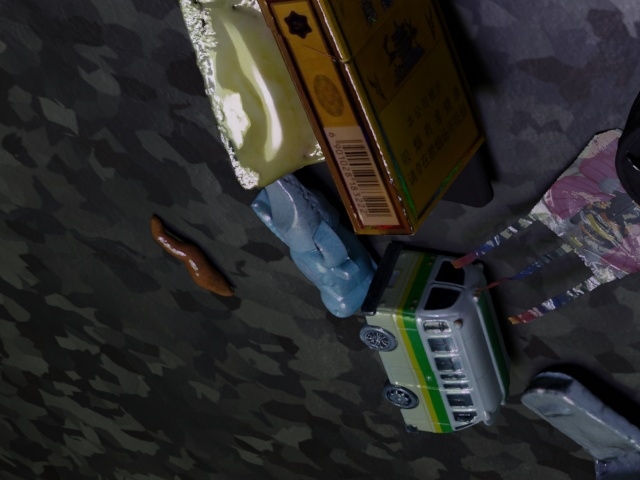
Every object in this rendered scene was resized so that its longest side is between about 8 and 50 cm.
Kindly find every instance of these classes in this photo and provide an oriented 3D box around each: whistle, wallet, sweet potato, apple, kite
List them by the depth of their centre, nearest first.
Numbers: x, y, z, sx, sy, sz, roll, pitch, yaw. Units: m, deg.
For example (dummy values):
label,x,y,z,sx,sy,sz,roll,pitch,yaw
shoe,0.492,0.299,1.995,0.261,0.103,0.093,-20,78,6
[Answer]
label,x,y,z,sx,sy,sz,roll,pitch,yaw
apple,-0.037,-0.207,1.763,0.193,0.120,0.265,-11,117,14
wallet,0.120,-0.141,1.820,0.149,0.044,0.250,13,145,31
kite,0.313,0.002,1.852,0.204,0.022,0.360,39,136,-12
whistle,0.000,0.000,2.063,0.186,0.093,0.274,28,157,56
whistle,0.445,0.347,2.167,0.404,0.188,0.168,67,159,1
sweet potato,-0.191,0.029,2.293,0.044,0.044,0.179,-15,130,47

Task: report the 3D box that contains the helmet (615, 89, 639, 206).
label,x,y,z,sx,sy,sz,roll,pitch,yaw
helmet,0.432,-0.105,1.533,0.279,0.160,0.230,27,151,-27

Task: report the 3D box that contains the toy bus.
label,x,y,z,sx,sy,sz,roll,pitch,yaw
toy bus,0.166,0.144,2.100,0.165,0.133,0.276,5,140,26

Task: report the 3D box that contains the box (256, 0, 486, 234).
label,x,y,z,sx,sy,sz,roll,pitch,yaw
box,0.059,-0.181,1.615,0.084,0.193,0.301,-1,126,36
